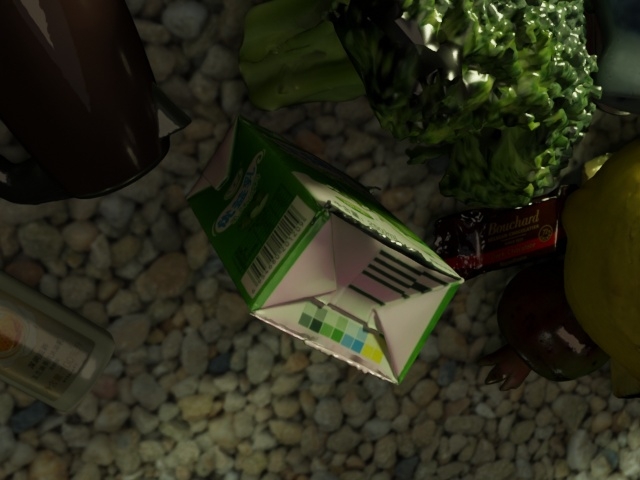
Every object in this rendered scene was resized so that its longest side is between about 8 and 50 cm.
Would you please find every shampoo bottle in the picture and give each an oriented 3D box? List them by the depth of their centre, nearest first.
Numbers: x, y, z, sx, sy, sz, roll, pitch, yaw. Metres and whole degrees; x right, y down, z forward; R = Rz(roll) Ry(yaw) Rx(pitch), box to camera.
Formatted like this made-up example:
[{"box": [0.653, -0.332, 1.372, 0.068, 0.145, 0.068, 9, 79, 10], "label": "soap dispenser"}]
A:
[{"box": [-0.298, 0.068, 1.015, 0.227, 0.056, 0.086, 35, 93, -26], "label": "shampoo bottle"}]

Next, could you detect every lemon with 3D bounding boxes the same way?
[{"box": [0.362, 0.022, 1.037, 0.284, 0.260, 0.260, 32, 95, -18], "label": "lemon"}]

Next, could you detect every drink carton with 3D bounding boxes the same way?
[{"box": [0.000, 0.000, 0.979, 0.161, 0.271, 0.108, 29, 100, -26], "label": "drink carton"}]

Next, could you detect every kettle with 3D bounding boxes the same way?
[{"box": [-0.234, -0.138, 0.931, 0.202, 0.144, 0.232, -20, 117, 9], "label": "kettle"}]

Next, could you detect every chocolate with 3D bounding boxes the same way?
[{"box": [0.194, -0.007, 1.177, 0.183, 0.028, 0.086, -17, 115, -25], "label": "chocolate"}]

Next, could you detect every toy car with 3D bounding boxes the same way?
[{"box": [0.291, -0.195, 1.136, 0.069, 0.055, 0.142, -4, 95, -19], "label": "toy car"}]

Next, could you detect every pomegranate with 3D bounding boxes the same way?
[{"box": [0.231, 0.087, 1.185, 0.159, 0.129, 0.129, -19, 123, 37], "label": "pomegranate"}]

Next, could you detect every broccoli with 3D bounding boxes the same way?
[{"box": [0.089, -0.193, 0.949, 0.318, 0.338, 0.277, 4, 77, 1], "label": "broccoli"}]

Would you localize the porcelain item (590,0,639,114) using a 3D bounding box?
[{"box": [0.359, -0.310, 1.004, 0.178, 0.243, 0.405, 10, 92, -62], "label": "porcelain item"}]

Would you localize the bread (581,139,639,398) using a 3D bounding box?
[{"box": [0.374, 0.028, 1.249, 0.168, 0.163, 0.264, -19, 82, -12], "label": "bread"}]
